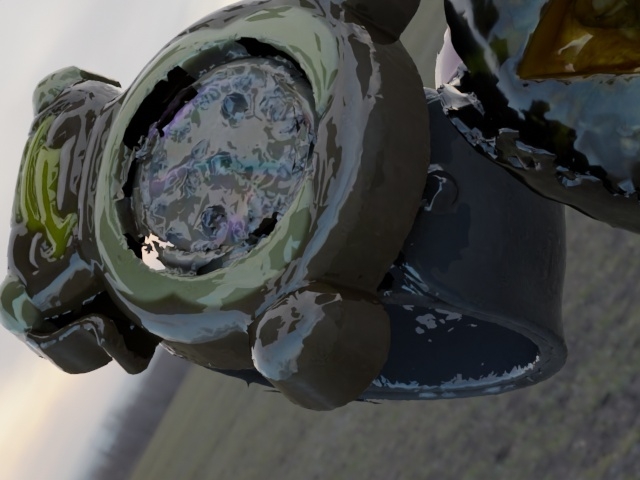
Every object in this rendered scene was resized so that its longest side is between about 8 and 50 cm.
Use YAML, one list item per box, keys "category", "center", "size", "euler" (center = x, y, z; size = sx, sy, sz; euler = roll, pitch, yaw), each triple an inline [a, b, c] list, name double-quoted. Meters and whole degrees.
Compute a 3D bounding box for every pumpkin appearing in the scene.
- category: "pumpkin"
  center: [0.209, -0.148, 0.748]
  size: [0.320, 0.320, 0.192]
  euler: [-61, -11, 9]

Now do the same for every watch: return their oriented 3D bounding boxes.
- category: "watch"
  center: [0.000, 0.000, 1.074]
  size: [0.335, 0.327, 0.314]
  euler: [-8, 66, 31]

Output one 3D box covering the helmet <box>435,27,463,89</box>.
- category: "helmet"
  center: [0.197, -0.173, 1.391]
  size: [0.198, 0.253, 0.154]
  euler: [-43, 48, 30]
